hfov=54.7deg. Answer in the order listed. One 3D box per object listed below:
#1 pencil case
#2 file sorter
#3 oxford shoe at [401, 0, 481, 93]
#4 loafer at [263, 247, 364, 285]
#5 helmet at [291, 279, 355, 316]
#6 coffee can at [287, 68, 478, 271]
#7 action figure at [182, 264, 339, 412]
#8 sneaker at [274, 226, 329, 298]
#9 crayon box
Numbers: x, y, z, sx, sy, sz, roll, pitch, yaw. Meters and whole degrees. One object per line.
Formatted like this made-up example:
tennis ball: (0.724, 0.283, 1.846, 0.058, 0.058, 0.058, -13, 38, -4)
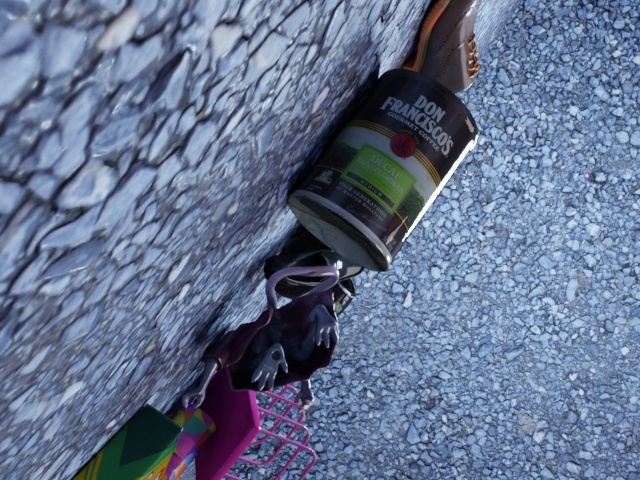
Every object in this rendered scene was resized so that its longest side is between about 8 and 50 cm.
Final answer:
pencil case: (-0.310, 0.430, 1.224, 0.236, 0.104, 0.104, -50, 172, -44)
file sorter: (-0.148, 0.412, 1.365, 0.202, 0.182, 0.290, -53, -155, 13)
oxford shoe: (0.255, -0.368, 1.160, 0.130, 0.133, 0.363, -51, 172, -30)
loafer: (0.000, 0.055, 1.203, 0.078, 0.223, 0.076, 7, -81, 58)
helmet: (-0.002, 0.143, 1.706, 0.162, 0.169, 0.169, -34, 179, 15)
coffee can: (0.105, -0.115, 1.033, 0.275, 0.202, 0.201, -54, 174, -13)
action figure: (-0.127, 0.196, 1.195, 0.370, 0.248, 0.275, 159, -67, -68)
sneaker: (0.000, 0.000, 1.326, 0.283, 0.107, 0.124, -56, 180, 4)
crayon box: (-0.349, 0.423, 0.928, 0.318, 0.081, 0.202, -47, 167, -53)
